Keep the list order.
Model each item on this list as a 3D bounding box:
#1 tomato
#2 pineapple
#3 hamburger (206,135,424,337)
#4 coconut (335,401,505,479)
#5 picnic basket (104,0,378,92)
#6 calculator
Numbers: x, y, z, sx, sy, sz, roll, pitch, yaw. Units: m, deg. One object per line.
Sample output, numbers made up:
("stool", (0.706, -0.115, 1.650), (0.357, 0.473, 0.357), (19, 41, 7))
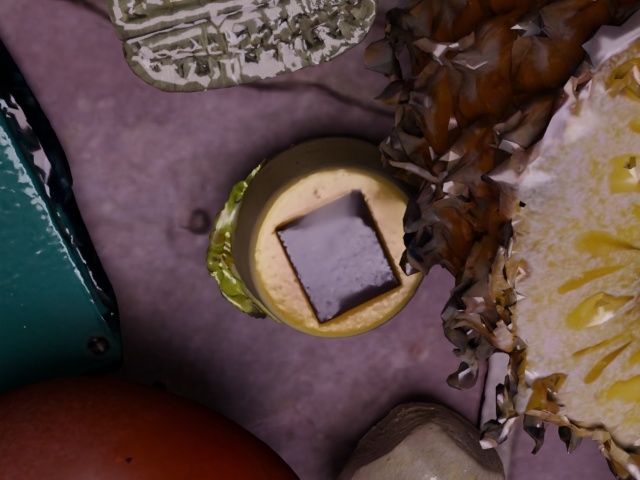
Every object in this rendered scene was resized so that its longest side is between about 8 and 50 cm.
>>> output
("tomato", (-0.147, 0.250, 0.889), (0.321, 0.321, 0.321), (-1, 113, -1))
("pineapple", (0.182, -0.060, 0.768), (0.352, 0.300, 0.352), (-5, 115, -11))
("hamburger", (0.000, 0.000, 0.915), (0.141, 0.081, 0.126), (-41, 111, 5))
("coconut", (0.061, 0.174, 0.984), (0.110, 0.110, 0.124), (38, 105, -16))
("picnic basket", (-0.048, -0.175, 0.775), (0.134, 0.196, 0.154), (-14, 114, 4))
("calculator", (-0.272, -0.003, 0.917), (0.248, 0.058, 0.274), (-23, 112, 9))
